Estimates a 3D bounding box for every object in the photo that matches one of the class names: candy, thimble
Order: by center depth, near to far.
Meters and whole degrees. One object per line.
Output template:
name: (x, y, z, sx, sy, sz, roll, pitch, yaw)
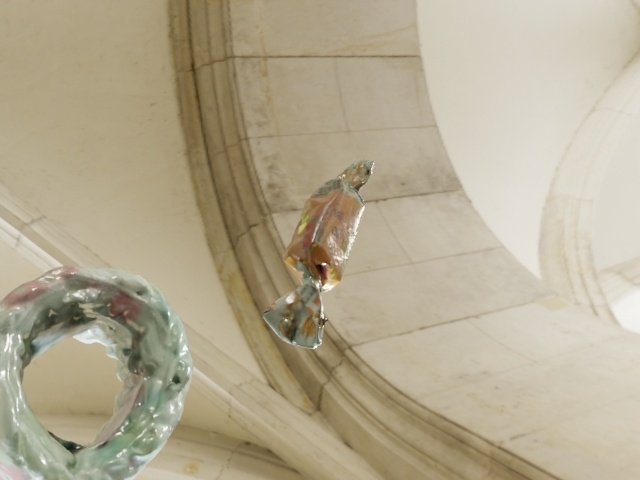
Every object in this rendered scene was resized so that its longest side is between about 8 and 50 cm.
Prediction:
candy: (0.000, 0.000, 0.531, 0.046, 0.053, 0.182, 39, -132, -26)
thimble: (-0.222, 0.138, 0.622, 0.185, 0.149, 0.211, 6, -115, -32)
